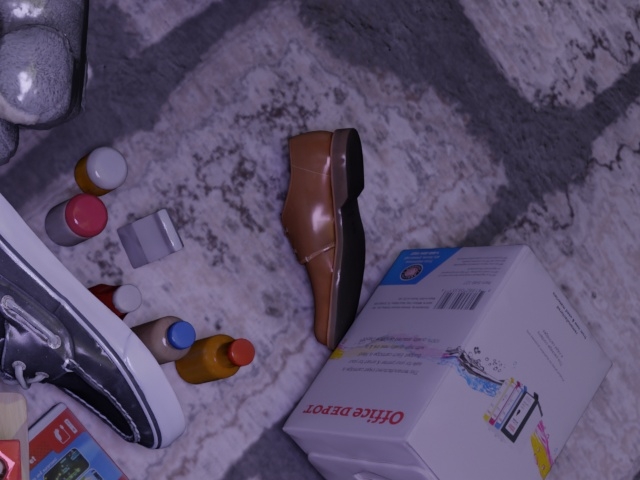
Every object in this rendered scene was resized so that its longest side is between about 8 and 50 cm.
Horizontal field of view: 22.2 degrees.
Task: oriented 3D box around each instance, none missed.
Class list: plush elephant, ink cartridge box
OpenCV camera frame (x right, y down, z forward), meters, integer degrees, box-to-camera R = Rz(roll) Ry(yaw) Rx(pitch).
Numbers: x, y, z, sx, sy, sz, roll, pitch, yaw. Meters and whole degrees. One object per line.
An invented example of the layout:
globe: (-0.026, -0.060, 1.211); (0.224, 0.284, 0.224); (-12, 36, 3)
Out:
plush elephant: (-0.315, -0.185, 1.297); (0.255, 0.330, 0.271); (4, 75, -6)
ink cartridge box: (0.119, 0.144, 1.505); (0.168, 0.171, 0.232); (51, 59, -27)

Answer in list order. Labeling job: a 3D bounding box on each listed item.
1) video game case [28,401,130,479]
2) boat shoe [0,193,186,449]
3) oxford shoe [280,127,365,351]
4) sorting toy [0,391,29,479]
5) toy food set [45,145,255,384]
video game case: (-0.200, 0.309, 1.370); (0.204, 0.025, 0.285); (-43, 98, -29)
boat shoe: (-0.241, 0.077, 1.360); (0.301, 0.108, 0.102); (50, 60, -10)
oxford shoe: (0.000, 0.000, 1.548); (0.076, 0.076, 0.212); (-8, 97, -73)
sorting toy: (-0.345, 0.246, 1.248); (0.255, 0.089, 0.257); (0, 80, -20)
toy food set: (-0.154, 0.027, 1.420); (0.111, 0.104, 0.232); (-25, 93, -32)
